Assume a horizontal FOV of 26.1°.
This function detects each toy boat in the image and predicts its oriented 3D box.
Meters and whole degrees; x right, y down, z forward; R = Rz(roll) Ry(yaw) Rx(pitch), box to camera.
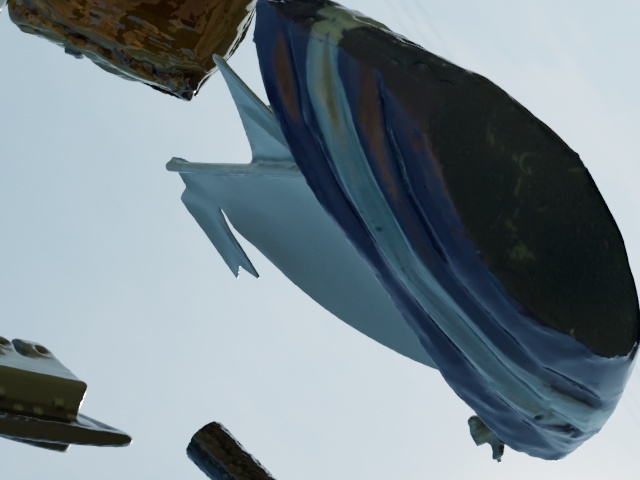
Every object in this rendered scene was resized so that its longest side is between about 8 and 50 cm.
[{"bbox_3d":[0.000,0.000,0.573,0.067,0.291,0.220,-45,-68,-24],"label":"toy boat"}]

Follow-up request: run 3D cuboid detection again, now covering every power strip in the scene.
[{"bbox_3d":[-0.355,0.143,1.444,0.251,0.092,0.257,22,180,41],"label":"power strip"}]

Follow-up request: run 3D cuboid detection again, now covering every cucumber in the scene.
[{"bbox_3d":[-0.031,0.163,0.854,0.133,0.032,0.032,38,-159,32],"label":"cucumber"}]

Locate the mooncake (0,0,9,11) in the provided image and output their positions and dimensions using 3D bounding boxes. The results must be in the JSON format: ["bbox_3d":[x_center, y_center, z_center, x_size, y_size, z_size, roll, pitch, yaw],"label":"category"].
[{"bbox_3d":[-0.395,-0.232,1.078,0.351,0.187,0.351,10,-90,-68],"label":"mooncake"}]

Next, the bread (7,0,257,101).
[{"bbox_3d":[-0.162,-0.332,1.545,0.278,0.324,0.167,24,-176,16],"label":"bread"}]
